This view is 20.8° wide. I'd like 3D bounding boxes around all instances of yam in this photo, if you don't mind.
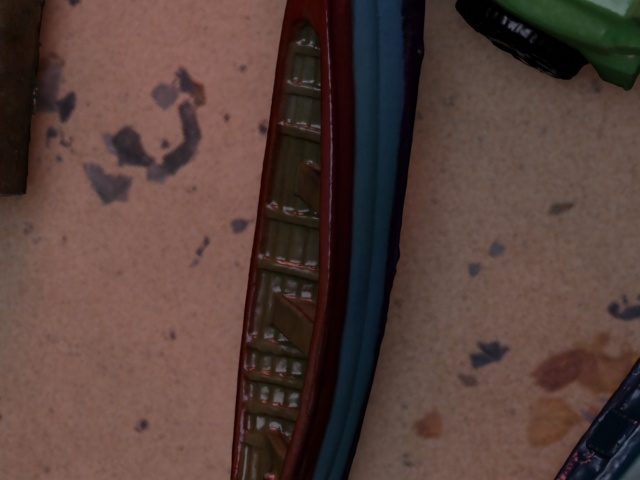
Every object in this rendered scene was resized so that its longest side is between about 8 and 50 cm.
[{"bbox_3d":[-0.224,-0.158,1.152,0.093,0.093,0.259,6,88,9],"label":"yam"}]

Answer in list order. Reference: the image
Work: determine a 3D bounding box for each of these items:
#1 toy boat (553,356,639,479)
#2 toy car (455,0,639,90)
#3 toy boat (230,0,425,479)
[{"bbox_3d":[0.251,0.068,1.072,0.061,0.096,0.299,38,91,-2],"label":"toy boat"},{"bbox_3d":[0.129,-0.240,1.062,0.358,0.176,0.213,34,91,9],"label":"toy car"},{"bbox_3d":[0.000,0.000,1.079,0.079,0.136,0.392,4,104,-22],"label":"toy boat"}]
